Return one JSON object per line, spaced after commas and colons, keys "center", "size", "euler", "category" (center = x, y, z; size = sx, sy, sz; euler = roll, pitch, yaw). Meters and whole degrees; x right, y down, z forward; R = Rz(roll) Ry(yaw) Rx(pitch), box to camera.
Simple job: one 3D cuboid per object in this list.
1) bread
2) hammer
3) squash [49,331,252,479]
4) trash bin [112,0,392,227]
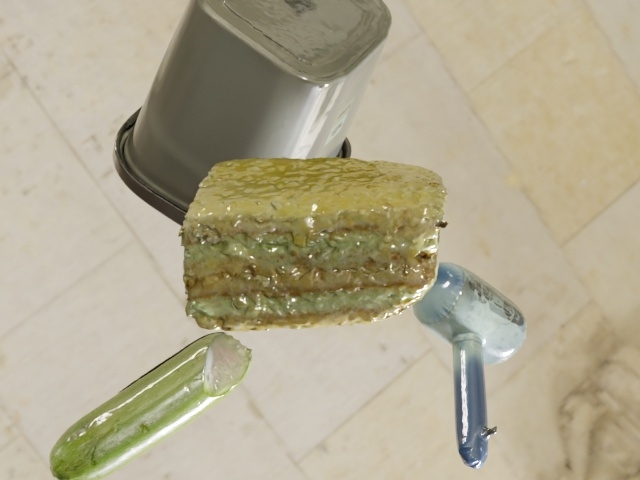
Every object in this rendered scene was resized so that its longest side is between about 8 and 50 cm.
{"center": [0.000, 0.000, 0.951], "size": [0.138, 0.196, 0.102], "euler": [-77, 163, -66], "category": "bread"}
{"center": [0.136, 0.117, 1.135], "size": [0.069, 0.194, 0.116], "euler": [-30, -49, 33], "category": "hammer"}
{"center": [-0.173, 0.174, 1.302], "size": [0.069, 0.239, 0.069], "euler": [54, -8, 12], "category": "squash"}
{"center": [-0.063, -0.153, 1.279], "size": [0.219, 0.220, 0.250], "euler": [34, -41, 5], "category": "trash bin"}
